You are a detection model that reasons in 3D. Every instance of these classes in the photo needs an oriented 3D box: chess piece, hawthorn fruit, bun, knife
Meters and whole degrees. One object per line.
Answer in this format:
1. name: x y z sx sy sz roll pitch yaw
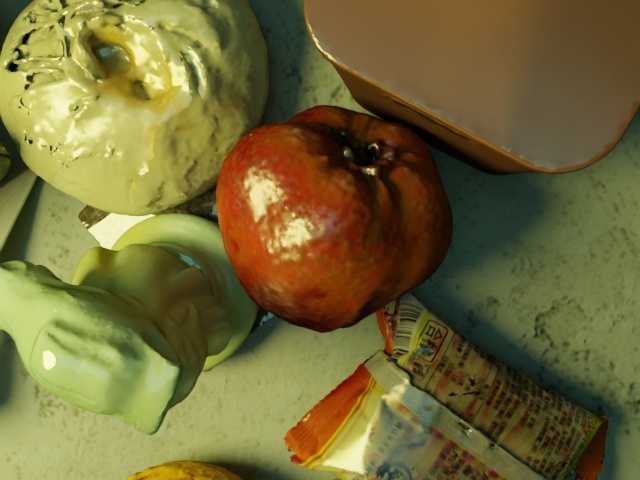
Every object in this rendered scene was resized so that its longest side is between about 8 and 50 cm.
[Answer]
1. chess piece: -0.160 0.063 0.512 0.176 0.298 0.175 0 94 5
2. hawthorn fruit: 0.000 0.000 0.560 0.207 0.207 0.243 25 134 5
3. bun: -0.192 -0.164 0.585 0.287 0.146 0.287 0 91 7
4. knife: -0.389 0.051 0.641 0.081 0.043 0.335 14 73 10

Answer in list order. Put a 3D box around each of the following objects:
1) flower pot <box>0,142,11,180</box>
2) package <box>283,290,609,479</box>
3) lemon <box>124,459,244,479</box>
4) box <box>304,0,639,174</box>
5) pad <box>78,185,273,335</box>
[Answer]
1. flower pot: -0.457 -0.121 0.547 0.307 0.307 0.244 -33 94 7
2. package: 0.125 0.199 0.573 0.288 0.108 0.223 33 82 7
3. lemon: -0.136 0.296 0.600 0.187 0.142 0.142 13 94 26
4. box: 0.170 -0.238 0.499 0.239 0.229 0.339 29 96 5
5. pad: -0.146 0.010 0.659 0.158 0.003 0.235 -41 87 6
